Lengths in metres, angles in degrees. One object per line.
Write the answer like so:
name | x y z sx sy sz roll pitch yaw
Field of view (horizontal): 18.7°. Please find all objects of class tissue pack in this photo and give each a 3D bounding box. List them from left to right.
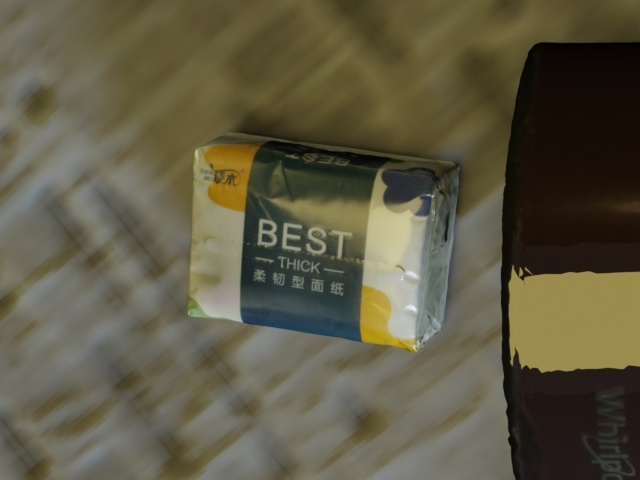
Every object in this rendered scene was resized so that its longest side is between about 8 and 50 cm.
tissue pack | 0.000 0.000 0.645 0.083 0.042 0.062 10 107 16

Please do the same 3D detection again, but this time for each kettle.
kettle | 0.177 0.035 0.551 0.232 0.144 0.202 1 122 15
